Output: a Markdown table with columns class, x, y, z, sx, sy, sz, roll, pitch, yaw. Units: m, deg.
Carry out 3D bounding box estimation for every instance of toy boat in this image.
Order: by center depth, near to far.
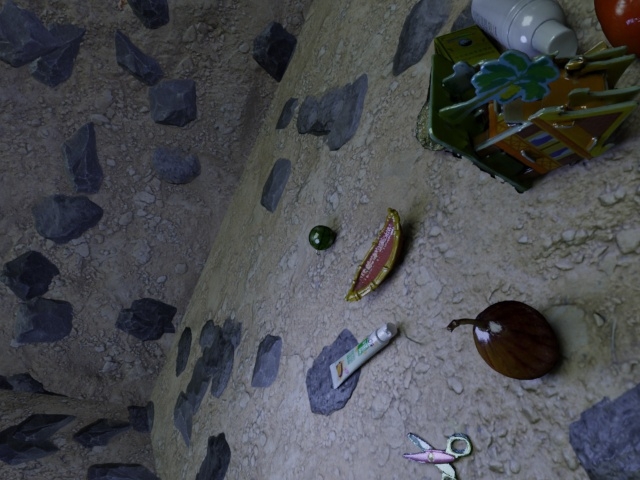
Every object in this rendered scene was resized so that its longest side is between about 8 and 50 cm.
| class | x | y | z | sx | sy | sz | roll | pitch | yaw |
| --- | --- | --- | --- | --- | --- | --- | --- | --- | --- |
| toy boat | 0.175 | 0.055 | 1.379 | 0.318 | 0.099 | 0.141 | -65 | 26 | 14 |

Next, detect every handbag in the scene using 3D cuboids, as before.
| class | x | y | z | sx | sy | sz | roll | pitch | yaw |
| --- | --- | --- | --- | --- | --- | --- | --- | --- | --- |
| handbag | 0.614 | -0.395 | 0.999 | 0.061 | 0.027 | 0.083 | -37 | 41 | 45 |

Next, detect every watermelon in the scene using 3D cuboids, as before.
| class | x | y | z | sx | sy | sz | roll | pitch | yaw |
| --- | --- | --- | --- | --- | --- | --- | --- | --- | --- |
| watermelon | 0.000 | -0.006 | 1.700 | 0.109 | 0.109 | 0.109 | -37 | 43 | 44 |

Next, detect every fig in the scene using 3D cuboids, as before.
| class | x | y | z | sx | sy | sz | roll | pitch | yaw |
| --- | --- | --- | --- | --- | --- | --- | --- | --- | --- |
| fig | 0.373 | 0.182 | 0.907 | 0.148 | 0.202 | 0.149 | -39 | 4 | 22 |

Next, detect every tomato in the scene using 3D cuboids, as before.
| class | x | y | z | sx | sy | sz | roll | pitch | yaw |
| --- | --- | --- | --- | --- | --- | --- | --- | --- | --- |
| tomato | 0.648 | -0.478 | 0.843 | 0.260 | 0.180 | 0.259 | -41 | 43 | 52 |

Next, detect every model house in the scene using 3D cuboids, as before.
| class | x | y | z | sx | sy | sz | roll | pitch | yaw |
| --- | --- | --- | --- | --- | --- | --- | --- | --- | --- |
| model house | 0.431 | -0.302 | 0.908 | 0.313 | 0.358 | 0.242 | -28 | 47 | 52 |

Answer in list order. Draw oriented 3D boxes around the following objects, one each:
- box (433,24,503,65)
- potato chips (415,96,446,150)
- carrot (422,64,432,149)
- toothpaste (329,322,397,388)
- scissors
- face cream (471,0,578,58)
| class | x | y | z | sx | sy | sz | roll | pitch | yaw |
| --- | --- | --- | --- | --- | --- | --- | --- | --- | --- |
| box | 0.423 | -0.526 | 1.290 | 0.141 | 0.064 | 0.220 | -15 | 47 | 7 |
| potato chips | 0.357 | -0.352 | 1.313 | 0.202 | 0.029 | 0.220 | -50 | 39 | 34 |
| carrot | 0.354 | -0.432 | 1.416 | 0.066 | 0.066 | 0.314 | -1 | 72 | 59 |
| toothpaste | 0.119 | 0.339 | 1.346 | 0.314 | 0.056 | 0.058 | -50 | -6 | 36 |
| scissors | 0.261 | 0.494 | 1.036 | 0.187 | 0.020 | 0.133 | -8 | 62 | 55 |
| face cream | 0.520 | -0.542 | 1.127 | 0.145 | 0.145 | 0.369 | -51 | 34 | 29 |
